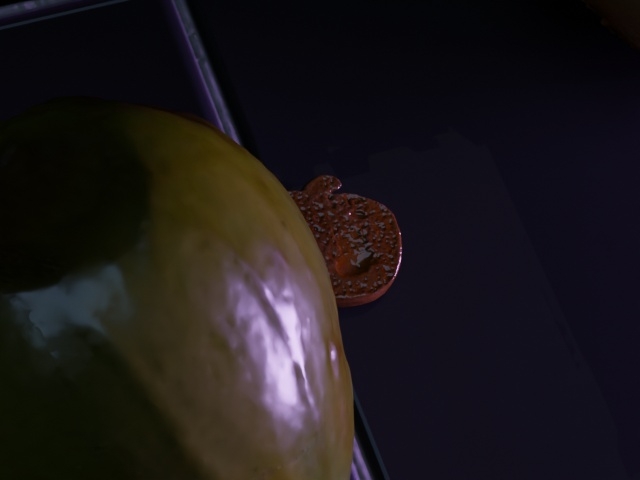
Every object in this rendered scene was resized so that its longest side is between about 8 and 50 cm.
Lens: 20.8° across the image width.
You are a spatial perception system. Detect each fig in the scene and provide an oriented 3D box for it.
[{"bbox_3d":[-0.099,0.068,0.803,0.239,0.239,0.271,-36,92,-22],"label":"fig"}]

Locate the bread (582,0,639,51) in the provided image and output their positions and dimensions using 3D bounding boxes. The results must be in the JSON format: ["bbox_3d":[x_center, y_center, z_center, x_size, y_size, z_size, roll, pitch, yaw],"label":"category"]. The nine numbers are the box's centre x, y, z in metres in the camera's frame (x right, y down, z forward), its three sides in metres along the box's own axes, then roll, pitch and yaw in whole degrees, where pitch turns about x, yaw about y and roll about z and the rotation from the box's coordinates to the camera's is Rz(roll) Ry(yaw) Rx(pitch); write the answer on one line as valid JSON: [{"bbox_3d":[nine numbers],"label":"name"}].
[{"bbox_3d":[0.243,-0.172,1.000,0.314,0.171,0.192,37,67,7],"label":"bread"}]

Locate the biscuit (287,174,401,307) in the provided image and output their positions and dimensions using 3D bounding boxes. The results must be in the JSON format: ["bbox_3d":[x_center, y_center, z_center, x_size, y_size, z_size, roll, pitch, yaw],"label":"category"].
[{"bbox_3d":[0.000,0.000,0.964,0.091,0.015,0.078,6,64,-8],"label":"biscuit"}]
